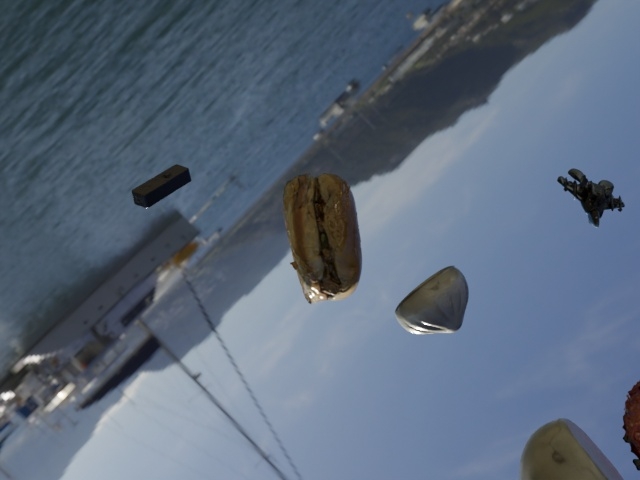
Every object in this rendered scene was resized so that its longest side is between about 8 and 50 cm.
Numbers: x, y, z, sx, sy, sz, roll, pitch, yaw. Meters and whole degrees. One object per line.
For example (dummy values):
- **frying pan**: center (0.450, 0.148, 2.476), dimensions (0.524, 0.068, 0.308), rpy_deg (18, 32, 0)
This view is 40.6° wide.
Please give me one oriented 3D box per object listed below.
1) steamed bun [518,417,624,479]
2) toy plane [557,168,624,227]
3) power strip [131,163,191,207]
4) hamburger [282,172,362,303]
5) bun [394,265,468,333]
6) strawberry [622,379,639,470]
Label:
- **steamed bun**: center (0.507, 0.508, 1.731), dimensions (0.177, 0.283, 0.283), rpy_deg (-42, -175, 11)
- **toy plane**: center (0.625, -0.093, 1.976), dimensions (0.246, 0.169, 0.078), rpy_deg (-64, 175, -68)
- **power strip**: center (-0.270, -0.094, 1.472), dimensions (0.038, 0.029, 0.111), rpy_deg (18, -140, 33)
- **hamburger**: center (-0.001, -0.005, 2.069), dimensions (0.174, 0.304, 0.284), rpy_deg (-3, 167, -8)
- **bun**: center (0.197, 0.113, 1.435), dimensions (0.138, 0.094, 0.138), rpy_deg (-36, 169, -8)
- **strawberry**: center (0.710, 0.356, 1.713), dimensions (0.234, 0.234, 0.178), rpy_deg (-44, 164, 13)
